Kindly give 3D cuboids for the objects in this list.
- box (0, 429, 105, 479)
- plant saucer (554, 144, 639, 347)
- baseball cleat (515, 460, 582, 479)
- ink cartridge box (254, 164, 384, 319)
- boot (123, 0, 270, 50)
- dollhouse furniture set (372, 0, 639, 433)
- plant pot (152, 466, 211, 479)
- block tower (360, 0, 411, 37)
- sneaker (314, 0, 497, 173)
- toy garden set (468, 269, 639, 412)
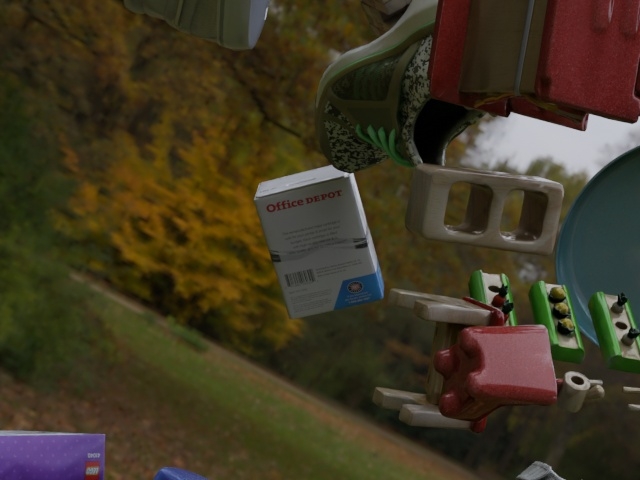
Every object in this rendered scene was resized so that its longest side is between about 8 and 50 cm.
[{"bbox_3d":[-0.390,0.218,1.252,0.200,0.057,0.293,-5,-9,40],"label":"box"},{"bbox_3d":[0.450,0.011,1.585,0.317,0.318,0.044,29,19,-13],"label":"plant saucer"},{"bbox_3d":[0.159,0.258,1.126,0.206,0.109,0.072,-23,-69,46],"label":"baseball cleat"},{"bbox_3d":[0.000,0.000,1.775,0.139,0.191,0.082,-13,18,9],"label":"ink cartridge box"},{"bbox_3d":[-0.094,-0.257,0.921,0.123,0.095,0.258,16,-46,5],"label":"boot"},{"bbox_3d":[0.172,-0.024,0.956,0.152,0.374,0.201,7,6,-20],"label":"dollhouse furniture set"},{"bbox_3d":[-0.092,0.378,1.228,0.212,0.236,0.236,25,-9,17],"label":"plant pot"},{"bbox_3d":[0.072,-0.400,1.587,0.097,0.091,0.336,43,-20,57],"label":"block tower"},{"bbox_3d":[0.101,-0.149,1.509,0.158,0.182,0.410,14,-26,-19],"label":"sneaker"},{"bbox_3d":[0.282,0.105,1.268,0.244,0.049,0.204,10,34,-7],"label":"toy garden set"}]
